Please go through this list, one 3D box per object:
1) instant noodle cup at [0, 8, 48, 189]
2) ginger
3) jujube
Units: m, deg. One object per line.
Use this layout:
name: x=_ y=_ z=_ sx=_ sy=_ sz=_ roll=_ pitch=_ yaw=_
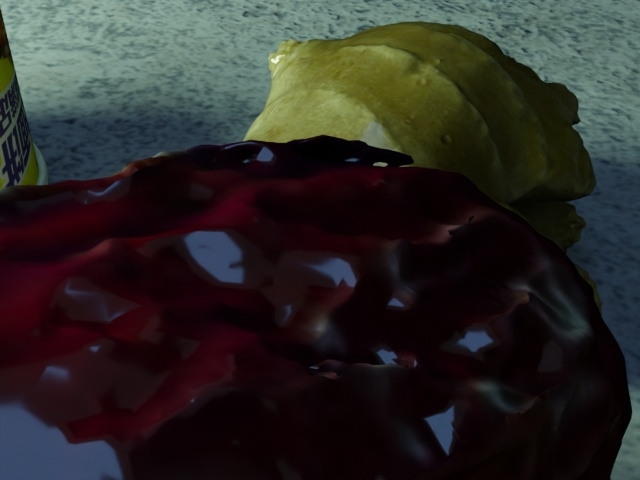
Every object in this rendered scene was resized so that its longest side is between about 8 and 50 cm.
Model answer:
instant noodle cup: x=-0.284 y=-0.104 z=0.847 sx=0.213 sy=0.174 sz=0.213 roll=1 pitch=34 yaw=-1
ginger: x=0.018 y=0.018 z=0.763 sx=0.236 sy=0.166 sz=0.375 roll=40 pitch=67 yaw=-3
jujube: x=-0.057 y=0.095 z=0.497 sx=0.376 sy=0.258 sz=0.258 roll=-15 pitch=35 yaw=-43
